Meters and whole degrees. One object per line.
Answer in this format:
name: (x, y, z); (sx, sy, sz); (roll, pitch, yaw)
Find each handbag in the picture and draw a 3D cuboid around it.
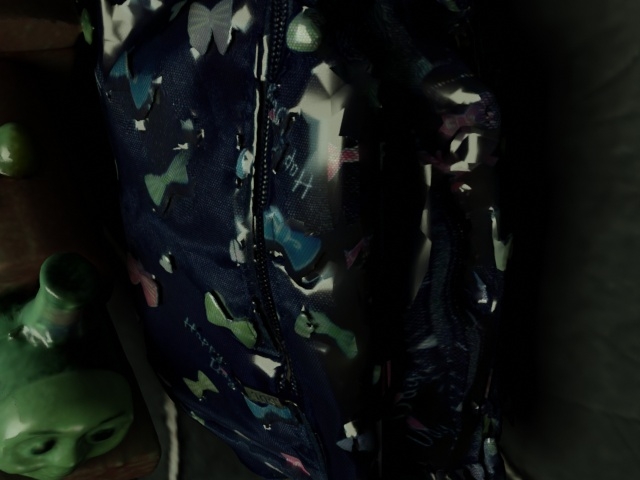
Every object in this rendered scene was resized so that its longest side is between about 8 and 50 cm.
handbag: (0.000, 0.000, 0.461); (0.162, 0.113, 0.260); (30, 134, 45)

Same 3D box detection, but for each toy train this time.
toy train: (-0.165, 0.008, 0.570); (0.304, 0.150, 0.221); (63, 145, 26)
